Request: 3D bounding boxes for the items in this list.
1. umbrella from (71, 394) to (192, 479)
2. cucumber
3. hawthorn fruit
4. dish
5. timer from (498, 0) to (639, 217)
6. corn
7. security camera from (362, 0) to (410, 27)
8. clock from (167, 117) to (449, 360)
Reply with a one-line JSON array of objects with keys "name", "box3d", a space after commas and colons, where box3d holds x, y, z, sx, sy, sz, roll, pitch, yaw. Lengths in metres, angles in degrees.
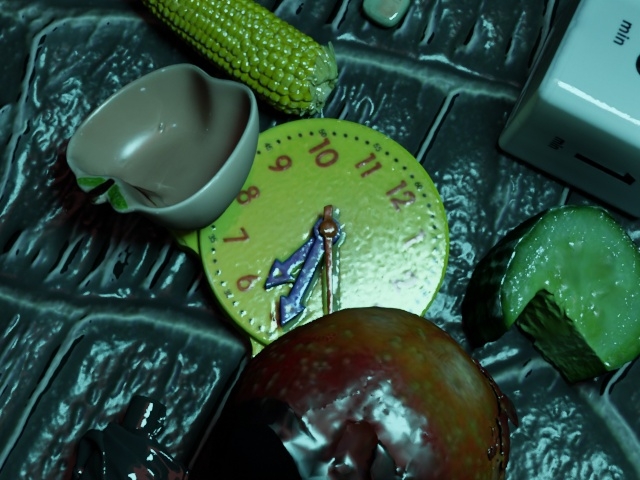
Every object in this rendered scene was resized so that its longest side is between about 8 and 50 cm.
[{"name": "umbrella", "box3d": [-0.216, 0.285, 1.172, 0.110, 0.122, 0.272, 39, 62, -36]}, {"name": "cucumber", "box3d": [0.266, 0.055, 1.292, 0.191, 0.130, 0.191, 1, 81, -9]}, {"name": "hawthorn fruit", "box3d": [0.033, 0.204, 1.122, 0.316, 0.316, 0.315, 2, 74, -7]}, {"name": "dish", "box3d": [-0.158, -0.084, 1.262, 0.213, 0.090, 0.213, -10, 51, 13]}, {"name": "timer", "box3d": [0.340, -0.167, 1.319, 0.195, 0.194, 0.192, 27, 73, 2]}, {"name": "corn", "box3d": [-0.097, -0.235, 1.337, 0.260, 0.091, 0.091, 36, 48, 6]}, {"name": "security camera", "box3d": [0.088, -0.298, 1.405, 0.058, 0.058, 0.092, 39, 86, 4]}, {"name": "clock", "box3d": [0.002, -0.002, 1.294, 0.293, 0.071, 0.277, -36, 82, -15]}]
